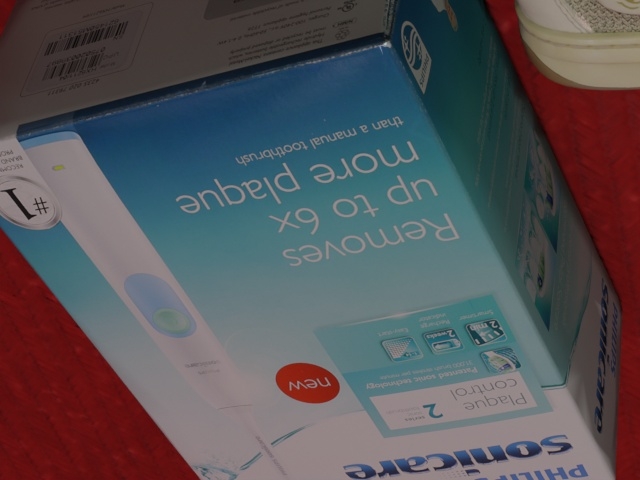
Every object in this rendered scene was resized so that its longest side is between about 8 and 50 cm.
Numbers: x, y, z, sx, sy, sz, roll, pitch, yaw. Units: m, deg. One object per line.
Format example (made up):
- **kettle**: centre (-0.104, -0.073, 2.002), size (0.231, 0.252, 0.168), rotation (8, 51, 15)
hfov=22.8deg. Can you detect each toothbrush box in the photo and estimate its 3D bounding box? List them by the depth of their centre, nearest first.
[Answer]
- **toothbrush box**: centre (0.000, 0.000, 0.766), size (0.216, 0.126, 0.295), rotation (-11, 133, 23)

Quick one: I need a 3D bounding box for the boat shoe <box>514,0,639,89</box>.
- **boat shoe**: centre (0.211, -0.129, 0.597), size (0.302, 0.109, 0.098), rotation (-4, 136, 25)
